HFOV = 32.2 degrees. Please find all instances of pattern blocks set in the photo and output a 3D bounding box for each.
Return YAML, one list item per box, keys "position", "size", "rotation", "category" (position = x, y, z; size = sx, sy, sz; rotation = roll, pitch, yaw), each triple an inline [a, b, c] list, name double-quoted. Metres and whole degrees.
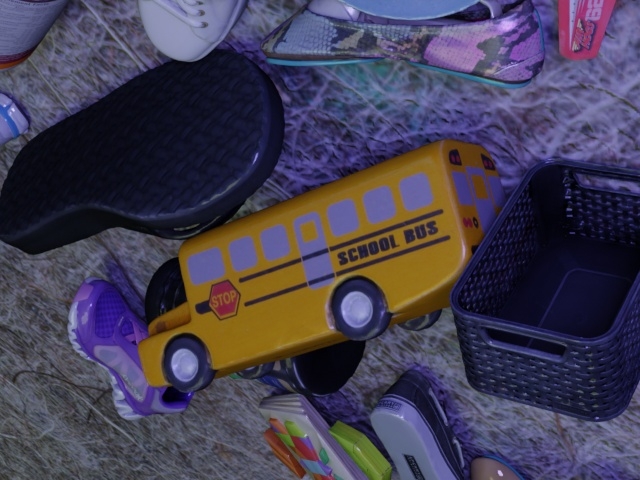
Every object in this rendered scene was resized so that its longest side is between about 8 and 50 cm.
- position: [0.004, 0.253, 1.277]
  size: [0.325, 0.026, 0.285]
  rotation: [48, 157, 2]
  category: "pattern blocks set"

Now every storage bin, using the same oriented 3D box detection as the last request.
- position: [0.186, 0.031, 0.810]
  size: [0.122, 0.180, 0.084]
  rotation: [12, 138, 31]
  category: "storage bin"

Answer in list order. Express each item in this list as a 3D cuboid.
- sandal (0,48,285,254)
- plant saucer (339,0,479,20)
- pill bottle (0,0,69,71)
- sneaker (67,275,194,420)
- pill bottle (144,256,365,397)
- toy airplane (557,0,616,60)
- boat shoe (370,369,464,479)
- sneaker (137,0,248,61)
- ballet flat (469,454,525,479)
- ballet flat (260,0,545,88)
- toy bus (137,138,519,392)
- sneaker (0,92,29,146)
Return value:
- position: [-0.159, -0.068, 1.045]
  size: [0.107, 0.167, 0.446]
  rotation: [28, 158, -35]
  category: "sandal"
- position: [0.053, -0.241, 0.727]
  size: [0.195, 0.037, 0.195]
  rotation: [13, 131, 15]
  category: "plant saucer"
- position: [-0.263, -0.240, 0.941]
  size: [0.121, 0.121, 0.221]
  rotation: [45, 143, -10]
  category: "pill bottle"
- position: [-0.221, 0.135, 1.353]
  size: [0.104, 0.095, 0.236]
  rotation: [5, 138, 28]
  category: "sneaker"
- position: [-0.071, 0.077, 1.122]
  size: [0.219, 0.123, 0.123]
  rotation: [11, 136, 38]
  category: "pill bottle"
- position: [0.198, -0.175, 0.704]
  size: [0.151, 0.028, 0.151]
  rotation: [23, 143, 19]
  category: "toy airplane"
- position: [0.122, 0.230, 1.175]
  size: [0.078, 0.070, 0.219]
  rotation: [8, 135, 36]
  category: "boat shoe"
- position: [-0.111, -0.225, 0.830]
  size: [0.106, 0.123, 0.290]
  rotation: [32, 145, 5]
  category: "sneaker"
- position: [0.217, 0.335, 1.207]
  size: [0.080, 0.073, 0.232]
  rotation: [-5, 127, 44]
  category: "ballet flat"
- position: [0.057, -0.162, 0.811]
  size: [0.221, 0.077, 0.079]
  rotation: [10, 118, 26]
  category: "ballet flat"
- position: [-0.006, 0.032, 0.931]
  size: [0.332, 0.108, 0.130]
  rotation: [-20, 80, 31]
  category: "toy bus"
- position: [-0.415, -0.124, 1.231]
  size: [0.190, 0.083, 0.071]
  rotation: [4, 134, 39]
  category: "sneaker"
